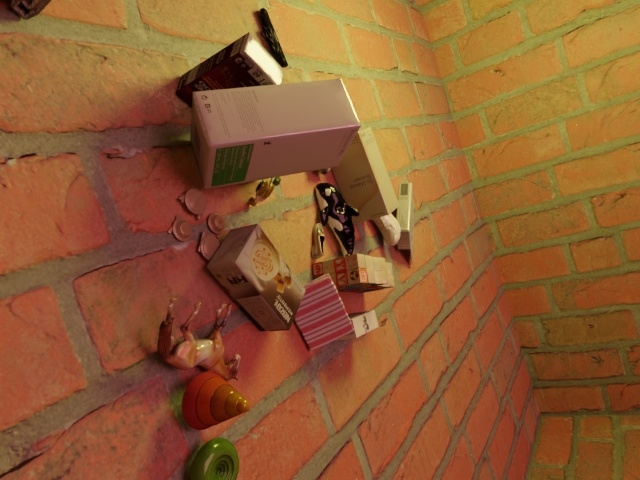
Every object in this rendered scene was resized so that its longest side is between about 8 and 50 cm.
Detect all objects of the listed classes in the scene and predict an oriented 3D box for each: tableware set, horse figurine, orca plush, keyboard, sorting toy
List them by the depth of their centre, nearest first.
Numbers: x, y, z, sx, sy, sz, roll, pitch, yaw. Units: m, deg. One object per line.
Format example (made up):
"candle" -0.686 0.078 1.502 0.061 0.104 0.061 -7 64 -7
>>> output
"sorting toy" -0.182 0.454 0.962 0.127 0.126 0.365 -6 90 -55
"horse figurine" -0.263 0.216 1.013 0.263 0.066 0.174 22 77 -59
"tableware set" -0.285 -0.036 1.132 0.168 0.020 0.141 47 43 -37
"tableware set" -0.152 -0.153 1.322 0.024 0.104 0.154 32 54 6
"keyboard" -0.164 -0.662 1.545 0.100 0.038 0.192 -62 130 -75
"orca plush" 0.079 -0.067 1.573 0.151 0.102 0.287 -2 75 -58

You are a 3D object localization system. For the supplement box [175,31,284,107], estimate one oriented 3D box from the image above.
"supplement box" -0.223 -0.388 1.157 0.130 0.240 0.073 38 48 -41

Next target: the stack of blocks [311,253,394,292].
"stack of blocks" 0.131 0.113 1.533 0.297 0.171 0.087 11 69 -54

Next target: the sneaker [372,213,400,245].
"sneaker" 0.234 -0.084 1.846 0.115 0.090 0.232 -13 82 -46

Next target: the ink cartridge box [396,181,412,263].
"ink cartridge box" 0.367 -0.073 2.035 0.238 0.060 0.275 73 22 -50

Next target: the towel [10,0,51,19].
"towel" -0.469 -0.562 0.837 0.121 0.284 0.234 36 49 -42

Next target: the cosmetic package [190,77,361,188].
"cosmetic package" -0.114 -0.261 1.141 0.366 0.197 0.155 -13 70 -21

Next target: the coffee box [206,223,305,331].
"coffee box" -0.153 0.098 1.184 0.246 0.098 0.141 58 38 -30

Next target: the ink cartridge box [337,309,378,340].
"ink cartridge box" 0.090 0.269 1.472 0.181 0.104 0.061 -7 83 -55

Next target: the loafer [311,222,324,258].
"loafer" 0.000 0.000 1.505 0.045 0.039 0.125 34 51 -44

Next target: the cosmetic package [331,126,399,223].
"cosmetic package" 0.148 -0.231 1.701 0.113 0.160 0.309 -35 105 -53

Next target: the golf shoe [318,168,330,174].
"golf shoe" -0.002 -0.311 1.613 0.086 0.068 0.186 76 9 -67

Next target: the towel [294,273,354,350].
"towel" -0.002 0.206 1.349 0.029 0.144 0.197 -112 178 -75
